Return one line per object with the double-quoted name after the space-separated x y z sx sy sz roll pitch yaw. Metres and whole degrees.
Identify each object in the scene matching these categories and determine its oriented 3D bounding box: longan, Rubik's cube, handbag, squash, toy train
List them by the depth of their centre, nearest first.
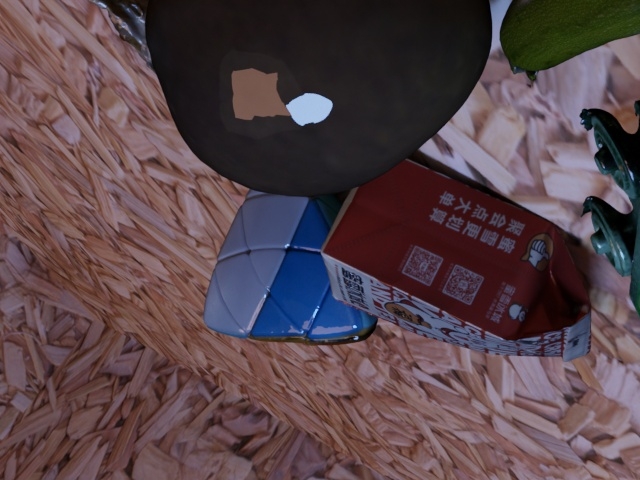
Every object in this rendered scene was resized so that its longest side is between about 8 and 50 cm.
0.198 -0.172 0.973 0.318 0.080 0.071 -15 89 67 "squash"
0.283 -0.001 1.016 0.301 0.120 0.202 66 -178 -65 "toy train"
-0.001 -0.157 1.119 0.300 0.243 0.300 3 -179 0 "longan"
0.161 0.037 1.483 0.298 0.151 0.171 24 164 13 "handbag"
0.000 0.000 1.704 0.254 0.254 0.254 32 162 11 "Rubik's cube"

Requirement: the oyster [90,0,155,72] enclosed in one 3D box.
-0.148 -0.215 1.498 0.396 0.111 0.204 44 178 -27 "oyster"
